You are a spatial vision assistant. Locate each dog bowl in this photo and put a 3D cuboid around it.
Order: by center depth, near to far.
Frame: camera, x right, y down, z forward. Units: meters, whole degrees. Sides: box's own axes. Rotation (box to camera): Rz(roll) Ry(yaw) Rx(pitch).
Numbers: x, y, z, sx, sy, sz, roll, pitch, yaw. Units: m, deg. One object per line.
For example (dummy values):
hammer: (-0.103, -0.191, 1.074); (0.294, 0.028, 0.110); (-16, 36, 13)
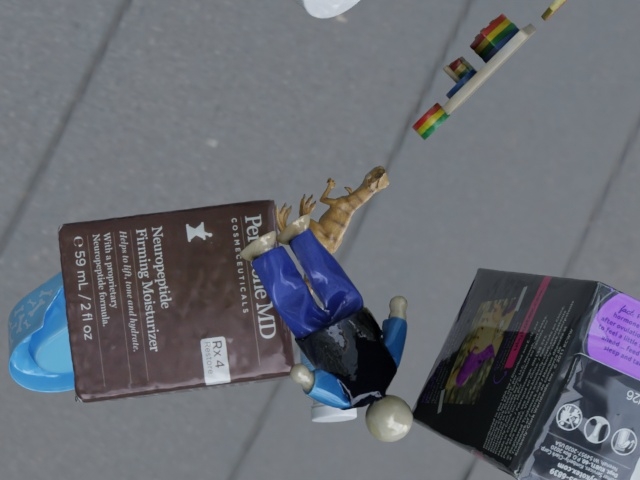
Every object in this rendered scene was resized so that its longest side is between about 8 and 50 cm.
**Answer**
dog bowl: (-0.282, 0.085, 1.956); (0.297, 0.074, 0.166); (-33, 145, 10)

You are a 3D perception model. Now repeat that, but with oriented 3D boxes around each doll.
doll: (0.018, 0.072, 1.171); (0.129, 0.046, 0.189); (-26, 82, -35)

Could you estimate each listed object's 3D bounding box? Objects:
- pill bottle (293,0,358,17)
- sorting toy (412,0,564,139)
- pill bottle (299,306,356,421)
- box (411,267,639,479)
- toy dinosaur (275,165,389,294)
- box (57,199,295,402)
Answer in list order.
pill bottle: (-0.045, -0.287, 1.267); (0.121, 0.216, 0.121); (-34, 153, -20)
sorting toy: (0.200, -0.225, 1.799); (0.274, 0.046, 0.132); (-44, 179, 17)
pill bottle: (0.014, 0.180, 2.171); (0.087, 0.087, 0.160); (12, 69, -48)
box: (0.194, 0.119, 1.097); (0.165, 0.270, 0.143); (25, 87, -10)
toy dinosaur: (0.000, 0.000, 1.694); (0.064, 0.112, 0.211); (16, 104, -53)
box: (-0.134, 0.061, 1.430); (0.203, 0.167, 0.168); (-7, 84, -2)
